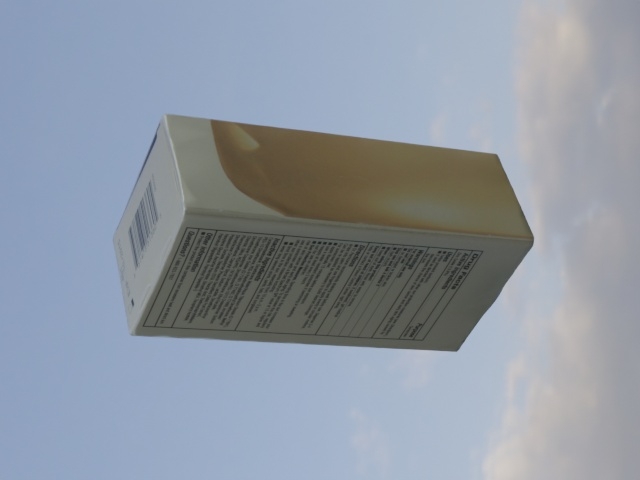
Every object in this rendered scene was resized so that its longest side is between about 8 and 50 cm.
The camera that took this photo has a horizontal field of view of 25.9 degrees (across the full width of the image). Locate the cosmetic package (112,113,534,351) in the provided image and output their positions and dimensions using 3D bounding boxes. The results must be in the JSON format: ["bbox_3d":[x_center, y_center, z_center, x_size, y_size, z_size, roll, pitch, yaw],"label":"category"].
[{"bbox_3d":[0.000,0.000,0.430,0.060,0.115,0.041,-60,35,41],"label":"cosmetic package"}]
